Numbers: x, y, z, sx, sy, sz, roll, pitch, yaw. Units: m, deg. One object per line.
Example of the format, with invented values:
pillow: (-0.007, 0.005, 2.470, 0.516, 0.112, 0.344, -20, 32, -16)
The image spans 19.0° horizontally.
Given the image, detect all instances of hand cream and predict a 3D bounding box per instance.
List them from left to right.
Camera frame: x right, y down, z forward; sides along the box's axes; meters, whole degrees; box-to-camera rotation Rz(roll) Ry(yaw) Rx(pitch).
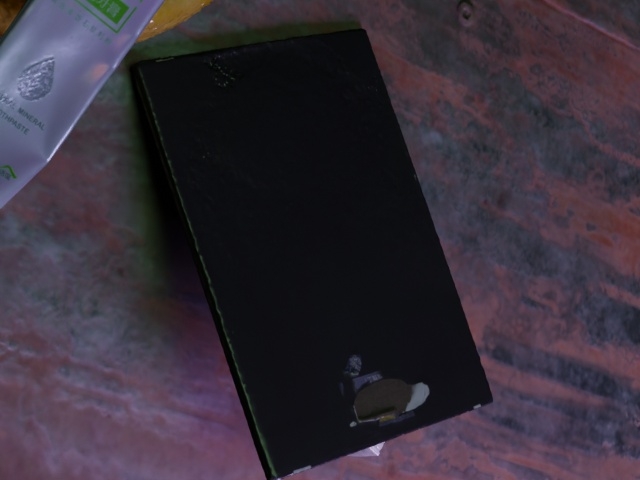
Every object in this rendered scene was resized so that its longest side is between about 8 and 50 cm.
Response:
hand cream: (-0.180, -0.111, 1.266, 0.275, 0.050, 0.079, -55, 154, -3)

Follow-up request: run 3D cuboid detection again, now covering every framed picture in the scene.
framed picture: (0.000, 0.000, 1.467, 0.244, 0.013, 0.324, -14, 84, -42)

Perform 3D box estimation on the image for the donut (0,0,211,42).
donut: (-0.184, -0.216, 1.314, 0.152, 0.101, 0.259, -51, 124, -25)

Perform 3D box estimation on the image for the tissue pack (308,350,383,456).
tissue pack: (0.000, 0.126, 1.480, 0.108, 0.056, 0.023, 50, 58, -27)
